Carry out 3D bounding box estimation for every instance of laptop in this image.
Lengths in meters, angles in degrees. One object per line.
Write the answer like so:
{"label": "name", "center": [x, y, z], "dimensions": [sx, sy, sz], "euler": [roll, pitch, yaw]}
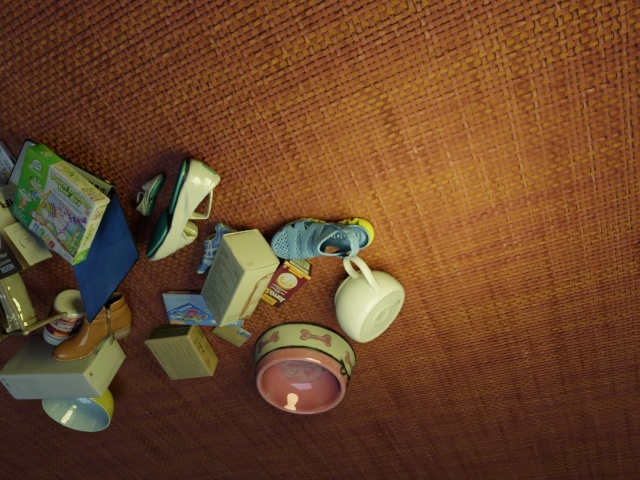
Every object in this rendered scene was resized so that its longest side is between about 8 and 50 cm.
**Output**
{"label": "laptop", "center": [-0.788, -0.010, 1.288], "dimensions": [0.407, 0.237, 0.382], "euler": [32, 122, -26]}

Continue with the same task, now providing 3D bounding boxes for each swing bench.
{"label": "swing bench", "center": [-1.045, 0.192, 1.436], "dimensions": [0.254, 0.165, 0.254], "euler": [-16, 98, 25]}

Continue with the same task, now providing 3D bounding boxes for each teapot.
{"label": "teapot", "center": [0.133, 0.185, 1.365], "dimensions": [0.252, 0.187, 0.256], "euler": [12, 113, -53]}

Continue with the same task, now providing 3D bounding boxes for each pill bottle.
{"label": "pill bottle", "center": [-0.958, 0.293, 1.592], "dimensions": [0.121, 0.121, 0.221], "euler": [32, 122, -16]}

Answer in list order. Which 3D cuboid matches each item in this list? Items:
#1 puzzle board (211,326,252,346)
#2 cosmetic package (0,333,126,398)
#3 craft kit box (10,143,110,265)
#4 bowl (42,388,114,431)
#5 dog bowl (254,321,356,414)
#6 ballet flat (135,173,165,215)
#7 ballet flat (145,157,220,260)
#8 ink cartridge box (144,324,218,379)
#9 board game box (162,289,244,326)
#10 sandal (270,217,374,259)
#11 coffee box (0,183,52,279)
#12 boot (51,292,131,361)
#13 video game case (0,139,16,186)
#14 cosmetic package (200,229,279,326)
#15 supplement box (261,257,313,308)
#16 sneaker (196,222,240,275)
{"label": "puzzle board", "center": [-0.342, 0.356, 1.638], "dimensions": [0.128, 0.011, 0.096], "euler": [34, 120, -18]}
{"label": "cosmetic package", "center": [-1.017, 0.497, 1.685], "dimensions": [0.384, 0.217, 0.156], "euler": [-2, 124, 10]}
{"label": "craft kit box", "center": [-0.739, -0.097, 1.197], "dimensions": [0.249, 0.061, 0.247], "euler": [39, 116, 3]}
{"label": "bowl", "center": [-1.023, 0.680, 1.845], "dimensions": [0.288, 0.156, 0.290], "euler": [3, 125, 4]}
{"label": "dog bowl", "center": [-0.069, 0.507, 1.630], "dimensions": [0.407, 0.150, 0.409], "euler": [3, 124, 4]}
{"label": "ballet flat", "center": [-0.524, -0.143, 1.286], "dimensions": [0.052, 0.057, 0.168], "euler": [33, 122, -5]}
{"label": "ballet flat", "center": [-0.417, -0.067, 1.294], "dimensions": [0.139, 0.139, 0.400], "euler": [28, 122, -13]}
{"label": "ink cartridge box", "center": [-0.540, 0.436, 1.667], "dimensions": [0.193, 0.088, 0.235], "euler": [-8, 124, 13]}
{"label": "board game box", "center": [-0.428, 0.249, 1.557], "dimensions": [0.280, 0.027, 0.145], "euler": [1, 119, 5]}
{"label": "sandal", "center": [0.000, 0.000, 1.269], "dimensions": [0.316, 0.138, 0.126], "euler": [-8, 107, 10]}
{"label": "coffee box", "center": [-0.951, -0.024, 1.278], "dimensions": [0.141, 0.098, 0.247], "euler": [-18, 103, 26]}
{"label": "boot", "center": [-0.827, 0.308, 1.525], "dimensions": [0.283, 0.109, 0.220], "euler": [-16, 140, -30]}
{"label": "video game case", "center": [-1.025, -0.193, 1.321], "dimensions": [0.226, 0.026, 0.207], "euler": [-8, 123, 12]}
{"label": "cosmetic package", "center": [-0.262, 0.122, 1.346], "dimensions": [0.129, 0.153, 0.296], "euler": [-13, 148, -40]}
{"label": "supplement box", "center": [-0.123, 0.127, 1.413], "dimensions": [0.104, 0.081, 0.188], "euler": [35, 121, -18]}
{"label": "sneaker", "center": [-0.345, 0.028, 1.378], "dimensions": [0.081, 0.080, 0.211], "euler": [37, 111, -11]}
